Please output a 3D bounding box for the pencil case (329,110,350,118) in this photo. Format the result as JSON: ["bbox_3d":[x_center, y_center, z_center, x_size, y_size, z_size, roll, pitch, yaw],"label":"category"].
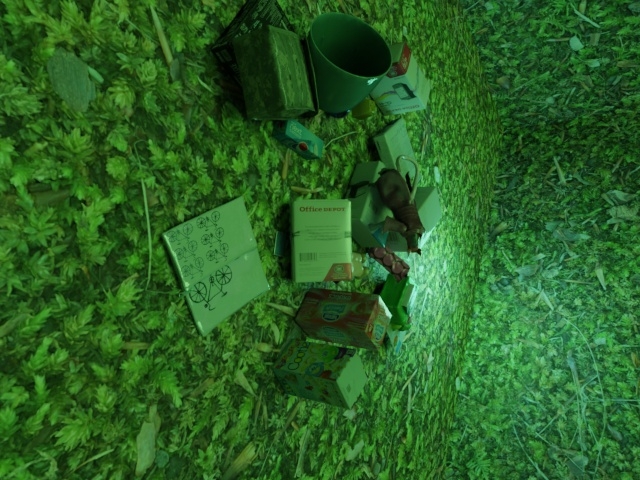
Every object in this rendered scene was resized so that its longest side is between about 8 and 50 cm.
[{"bbox_3d":[0.119,-0.601,1.835,0.306,0.119,0.133,-53,173,-40],"label":"pencil case"}]

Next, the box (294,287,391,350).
[{"bbox_3d":[0.080,0.280,1.632,0.142,0.300,0.154,56,49,-40],"label":"box"}]

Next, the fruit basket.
[{"bbox_3d":[0.395,0.335,2.180,0.327,0.166,0.353,-61,138,-33],"label":"fruit basket"}]

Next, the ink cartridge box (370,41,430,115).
[{"bbox_3d":[0.330,-0.717,2.032,0.306,0.226,0.131,39,60,-46],"label":"ink cartridge box"}]

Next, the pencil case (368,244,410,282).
[{"bbox_3d":[0.308,0.095,2.054,0.209,0.095,0.098,41,82,-1],"label":"pencil case"}]

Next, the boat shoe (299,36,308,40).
[{"bbox_3d":[0.009,-0.723,1.702,0.277,0.096,0.098,-30,114,-50],"label":"boat shoe"}]

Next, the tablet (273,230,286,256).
[{"bbox_3d":[-0.141,0.012,1.578,0.054,0.006,0.083,18,75,-52],"label":"tablet"}]

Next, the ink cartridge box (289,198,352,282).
[{"bbox_3d":[0.000,0.000,1.592,0.208,0.117,0.282,-1,92,-10],"label":"ink cartridge box"}]

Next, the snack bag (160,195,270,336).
[{"bbox_3d":[-0.293,0.074,1.347,0.323,0.037,0.342,-35,118,-49],"label":"snack bag"}]

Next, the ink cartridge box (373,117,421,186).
[{"bbox_3d":[0.377,-0.391,2.170,0.324,0.072,0.329,-48,122,-54],"label":"ink cartridge box"}]

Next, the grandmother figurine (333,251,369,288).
[{"bbox_3d":[0.064,0.088,1.790,0.342,0.104,0.207,17,51,-50],"label":"grandmother figurine"}]

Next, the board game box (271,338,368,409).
[{"bbox_3d":[-0.003,0.449,1.540,0.142,0.276,0.144,-49,128,-42],"label":"board game box"}]

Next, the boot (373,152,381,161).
[{"bbox_3d":[0.282,-0.361,2.124,0.119,0.042,0.086,-4,96,-53],"label":"boot"}]

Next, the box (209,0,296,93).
[{"bbox_3d":[-0.186,-0.612,1.455,0.242,0.077,0.307,50,52,-41],"label":"box"}]

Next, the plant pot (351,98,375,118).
[{"bbox_3d":[0.191,-0.576,1.963,0.082,0.083,0.081,-5,94,-54],"label":"plant pot"}]

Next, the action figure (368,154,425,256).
[{"bbox_3d":[0.352,-0.107,1.794,0.248,0.276,0.369,5,58,-35],"label":"action figure"}]

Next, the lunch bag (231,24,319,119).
[{"bbox_3d":[-0.104,-0.491,1.370,0.287,0.169,0.235,-26,109,-59],"label":"lunch bag"}]

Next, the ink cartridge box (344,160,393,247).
[{"bbox_3d":[0.215,-0.154,1.958,0.223,0.129,0.307,44,57,-43],"label":"ink cartridge box"}]

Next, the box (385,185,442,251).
[{"bbox_3d":[0.412,-0.105,2.155,0.345,0.215,0.168,-47,126,-42],"label":"box"}]

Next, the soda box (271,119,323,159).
[{"bbox_3d":[-0.077,-0.361,1.613,0.210,0.067,0.071,24,71,-51],"label":"soda box"}]

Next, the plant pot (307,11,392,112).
[{"bbox_3d":[0.064,-0.587,1.565,0.293,0.235,0.292,10,60,-18],"label":"plant pot"}]
